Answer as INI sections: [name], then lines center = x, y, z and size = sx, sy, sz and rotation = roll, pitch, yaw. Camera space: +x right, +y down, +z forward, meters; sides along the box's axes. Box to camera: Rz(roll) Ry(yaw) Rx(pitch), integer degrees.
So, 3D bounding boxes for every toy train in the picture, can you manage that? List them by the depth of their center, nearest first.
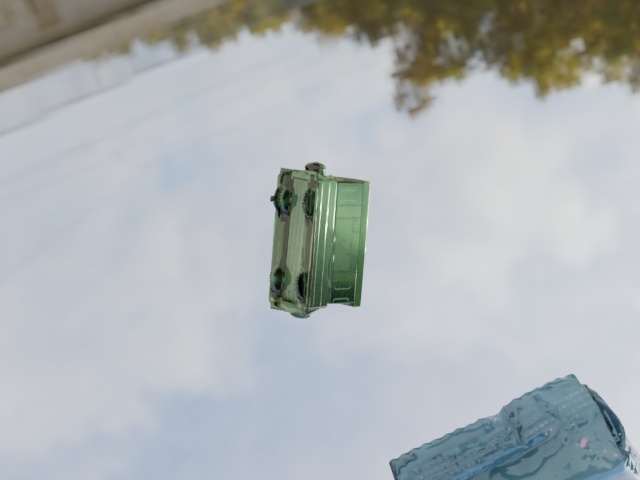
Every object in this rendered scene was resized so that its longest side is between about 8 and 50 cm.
[toy train]
center = 0.000, 0.000, 1.085
size = 0.056, 0.093, 0.038
rotation = -1, -173, -42

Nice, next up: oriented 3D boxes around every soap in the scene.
[soap]
center = 0.173, 0.205, 1.280
size = 0.156, 0.293, 0.077
rotation = -31, -129, 9
